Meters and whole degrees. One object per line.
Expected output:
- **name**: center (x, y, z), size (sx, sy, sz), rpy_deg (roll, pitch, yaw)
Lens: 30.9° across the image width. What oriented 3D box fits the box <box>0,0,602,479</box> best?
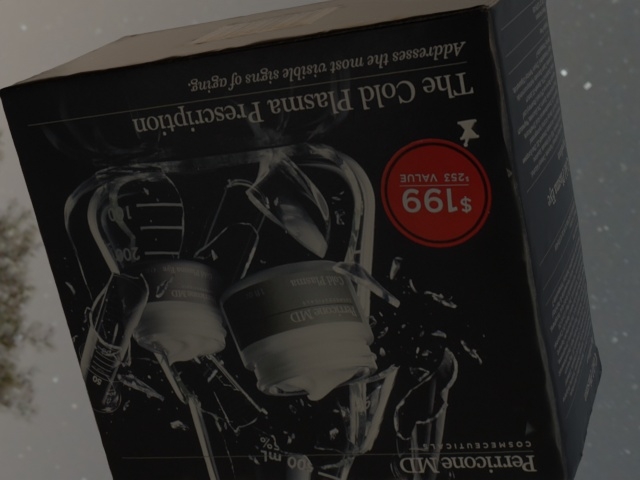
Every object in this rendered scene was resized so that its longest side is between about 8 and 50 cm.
- **box**: center (0.000, 0.000, 0.817), size (0.343, 0.313, 0.179), rpy_deg (-6, -161, 23)
